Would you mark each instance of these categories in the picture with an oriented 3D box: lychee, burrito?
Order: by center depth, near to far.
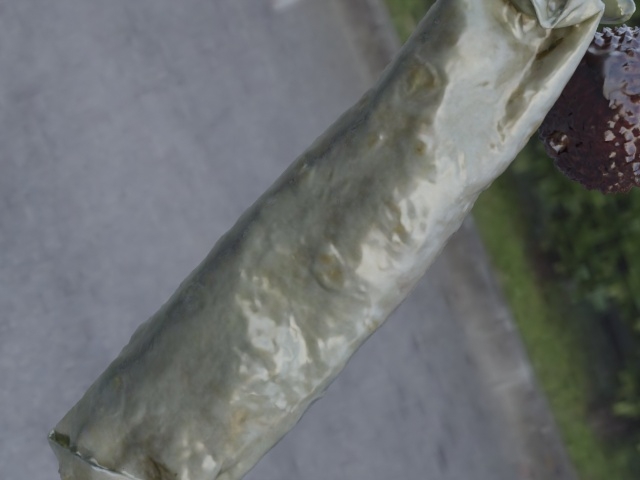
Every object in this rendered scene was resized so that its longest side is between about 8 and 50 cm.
[{"bbox_3d":[0.000,0.000,0.604,0.059,0.275,0.082,29,14,-50],"label":"burrito"},{"bbox_3d":[0.222,-0.098,1.173,0.123,0.129,0.123,-13,90,-89],"label":"lychee"}]

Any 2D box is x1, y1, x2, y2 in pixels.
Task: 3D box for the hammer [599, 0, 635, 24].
[{"bbox_3d":[0.070,-0.051,0.755,0.028,0.195,0.060,41,-1,-40],"label":"hammer"}]
